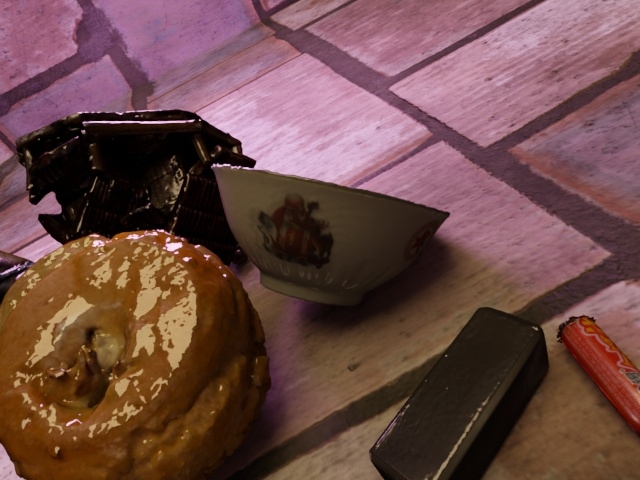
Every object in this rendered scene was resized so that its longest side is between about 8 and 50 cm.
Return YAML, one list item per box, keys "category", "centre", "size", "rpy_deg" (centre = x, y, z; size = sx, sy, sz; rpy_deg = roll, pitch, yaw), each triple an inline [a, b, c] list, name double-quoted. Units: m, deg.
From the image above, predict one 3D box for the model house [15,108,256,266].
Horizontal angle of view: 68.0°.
- category: "model house"
  centre: [-0.280, -0.054, 0.785]
  size: [0.297, 0.317, 0.283]
  rpy_deg: [-28, 65, 22]

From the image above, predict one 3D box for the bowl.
- category: "bowl"
  centre: [0.000, 0.000, 0.677]
  size: [0.337, 0.337, 0.158]
  rpy_deg: [15, 95, 42]

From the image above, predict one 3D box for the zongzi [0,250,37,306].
- category: "zongzi"
  centre: [-0.714, 0.124, 0.980]
  size: [0.383, 0.319, 0.362]
  rpy_deg: [-46, 39, 6]

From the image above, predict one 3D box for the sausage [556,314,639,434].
- category: "sausage"
  centre: [0.294, 0.138, 0.467]
  size: [0.048, 0.050, 0.145]
  rpy_deg: [-28, 38, 8]

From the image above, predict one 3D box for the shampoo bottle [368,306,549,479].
- category: "shampoo bottle"
  centre: [0.138, 0.184, 0.484]
  size: [0.246, 0.080, 0.079]
  rpy_deg: [-45, 39, -21]

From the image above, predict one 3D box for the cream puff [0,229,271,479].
- category: "cream puff"
  centre: [-0.228, 0.155, 0.599]
  size: [0.342, 0.231, 0.327]
  rpy_deg: [14, 66, 21]

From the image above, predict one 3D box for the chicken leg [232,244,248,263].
- category: "chicken leg"
  centre: [-0.185, -0.036, 0.949]
  size: [0.085, 0.101, 0.208]
  rpy_deg: [-31, 57, 2]
